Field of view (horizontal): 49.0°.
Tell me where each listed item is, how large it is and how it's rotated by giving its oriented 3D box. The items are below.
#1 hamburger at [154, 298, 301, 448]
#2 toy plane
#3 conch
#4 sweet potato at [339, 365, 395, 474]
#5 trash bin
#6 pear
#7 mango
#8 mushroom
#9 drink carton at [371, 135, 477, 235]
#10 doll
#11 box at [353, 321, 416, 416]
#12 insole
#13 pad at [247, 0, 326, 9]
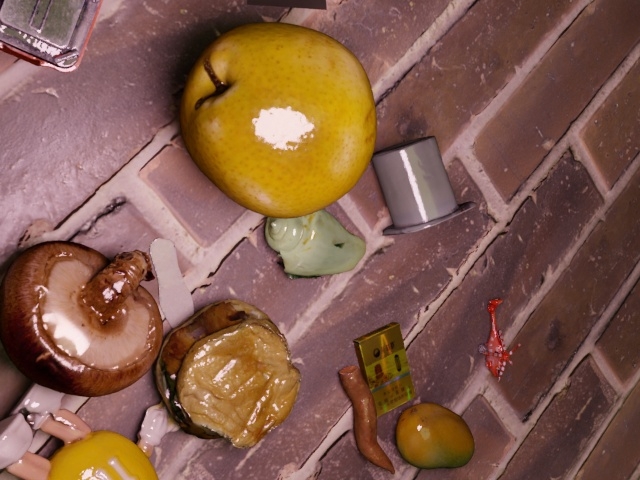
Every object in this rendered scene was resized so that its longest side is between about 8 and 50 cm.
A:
[{"bbox_3d":[-0.186,0.266,1.399,0.265,0.134,0.285,-34,116,-31],"label":"hamburger"},{"bbox_3d":[0.441,0.253,1.800,0.126,0.077,0.194,-28,100,-29],"label":"toy plane"},{"bbox_3d":[-0.015,0.012,1.498,0.250,0.137,0.143,44,44,-45],"label":"conch"},{"bbox_3d":[0.103,0.421,1.619,0.067,0.059,0.281,-21,104,-29],"label":"sweet potato"},{"bbox_3d":[-0.474,-0.364,1.116,0.184,0.238,0.161,21,86,-32],"label":"trash bin"},{"bbox_3d":[-0.067,-0.218,1.305,0.418,0.362,0.362,10,89,-57],"label":"pear"},{"bbox_3d":[0.286,0.480,1.700,0.251,0.114,0.156,22,76,-29],"label":"mango"},{"bbox_3d":[-0.411,0.129,1.224,0.297,0.163,0.278,48,60,-19],"label":"mushroom"},{"bbox_3d":[0.212,-0.124,1.572,0.191,0.185,0.190,-23,102,-25],"label":"drink carton"},{"bbox_3d":[-0.414,0.413,1.270,0.423,0.161,0.348,29,63,-37],"label":"doll"},{"bbox_3d":[0.153,0.303,1.657,0.121,0.030,0.193,-21,105,-28],"label":"box"},{"bbox_3d":[-0.295,0.089,1.391,0.065,0.004,0.197,-20,104,-27],"label":"insole"},{"bbox_3d":[-0.070,-0.553,1.471,0.190,0.004,0.127,-7,97,-30],"label":"pad"}]
